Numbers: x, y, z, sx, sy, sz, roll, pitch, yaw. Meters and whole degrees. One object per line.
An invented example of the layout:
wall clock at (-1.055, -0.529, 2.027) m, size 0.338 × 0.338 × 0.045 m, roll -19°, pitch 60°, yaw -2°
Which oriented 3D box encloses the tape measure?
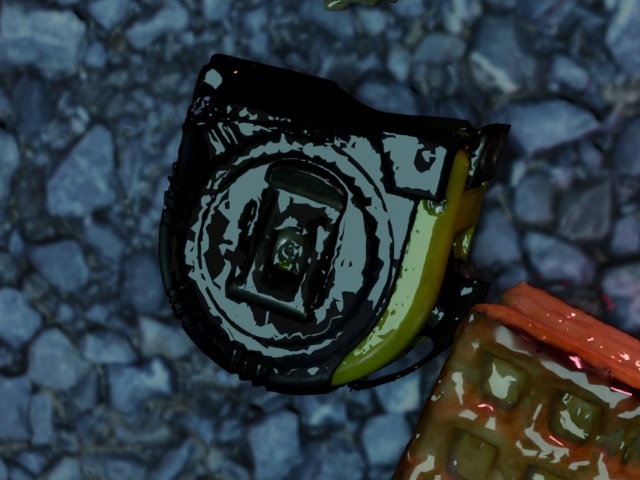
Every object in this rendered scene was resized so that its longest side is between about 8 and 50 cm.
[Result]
tape measure at (0.000, 0.000, 1.075) m, size 0.199 × 0.112 × 0.186 m, roll 16°, pitch 102°, yaw 18°

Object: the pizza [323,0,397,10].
pizza at (-0.054, -0.246, 1.070) m, size 0.287 × 0.075 × 0.280 m, roll 50°, pitch 142°, yaw -15°

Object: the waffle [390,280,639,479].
waffle at (0.130, 0.202, 1.061) m, size 0.213 × 0.091 × 0.308 m, roll 25°, pitch 104°, yaw 14°
